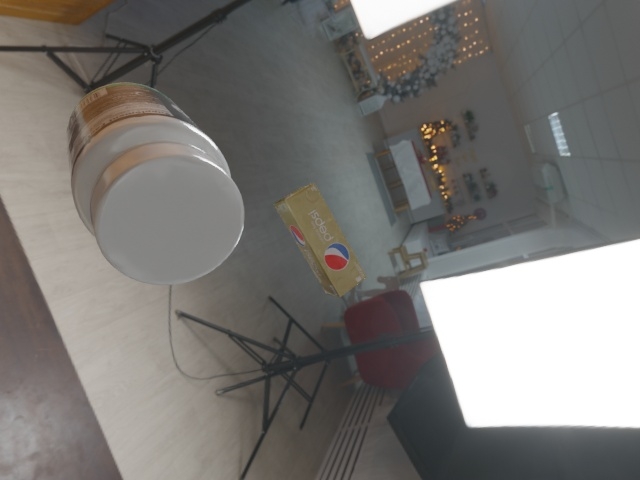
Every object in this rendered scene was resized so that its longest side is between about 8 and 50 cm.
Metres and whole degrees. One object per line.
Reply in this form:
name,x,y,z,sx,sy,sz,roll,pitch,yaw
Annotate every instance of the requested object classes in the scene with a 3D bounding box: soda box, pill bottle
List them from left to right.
pill bottle,-0.255,-0.100,0.630,0.361,0.204,0.204,45,-5,48
soda box,0.000,0.000,0.696,0.181,0.061,0.058,61,-20,-11
